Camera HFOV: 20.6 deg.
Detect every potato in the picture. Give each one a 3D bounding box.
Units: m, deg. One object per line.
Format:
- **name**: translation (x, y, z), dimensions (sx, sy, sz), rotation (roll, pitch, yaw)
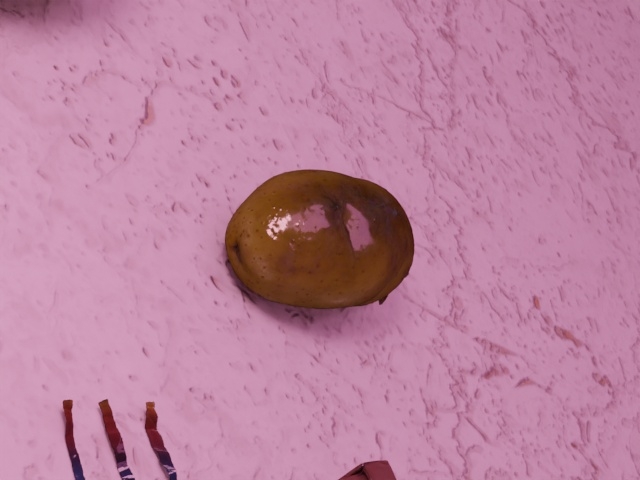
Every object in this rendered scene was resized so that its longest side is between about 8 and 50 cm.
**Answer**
- **potato**: translation (0.000, 0.000, 2.059), dimensions (0.248, 0.143, 0.169), rotation (-2, 65, -39)

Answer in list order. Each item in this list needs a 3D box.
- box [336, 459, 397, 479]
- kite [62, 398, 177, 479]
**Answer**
- **box**: translation (0.021, 0.354, 1.718), dimensions (0.086, 0.215, 0.215), rotation (-9, 68, -37)
- **kite**: translation (-0.154, 0.317, 1.710), dimensions (0.204, 0.022, 0.360), rotation (5, 55, -41)
